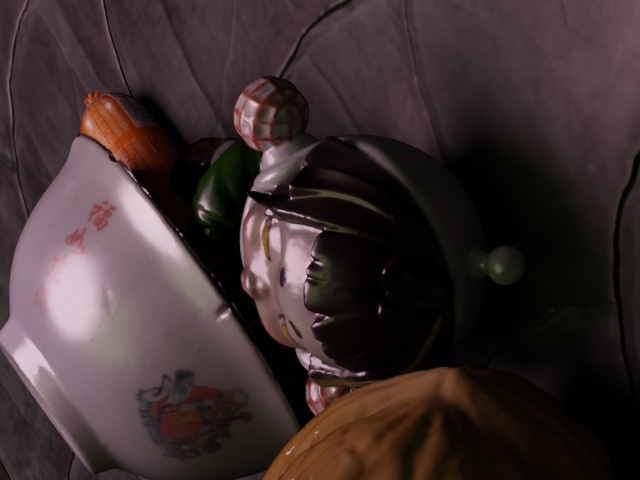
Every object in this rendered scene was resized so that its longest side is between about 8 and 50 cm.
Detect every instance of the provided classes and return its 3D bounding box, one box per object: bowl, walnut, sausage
[{"bbox_3d":[-0.168,0.093,1.444,0.345,0.157,0.345,52,167,17],"label":"bowl"},{"bbox_3d":[0.081,0.241,1.155,0.333,0.333,0.332,26,124,47],"label":"walnut"},{"bbox_3d":[-0.151,-0.055,1.560,0.234,0.071,0.071,53,141,28],"label":"sausage"}]

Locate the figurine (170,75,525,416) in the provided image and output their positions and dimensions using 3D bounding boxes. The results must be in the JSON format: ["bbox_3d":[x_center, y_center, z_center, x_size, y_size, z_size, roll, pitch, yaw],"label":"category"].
[{"bbox_3d":[0.000,0.000,1.300,0.370,0.167,0.281,22,131,58],"label":"figurine"}]
